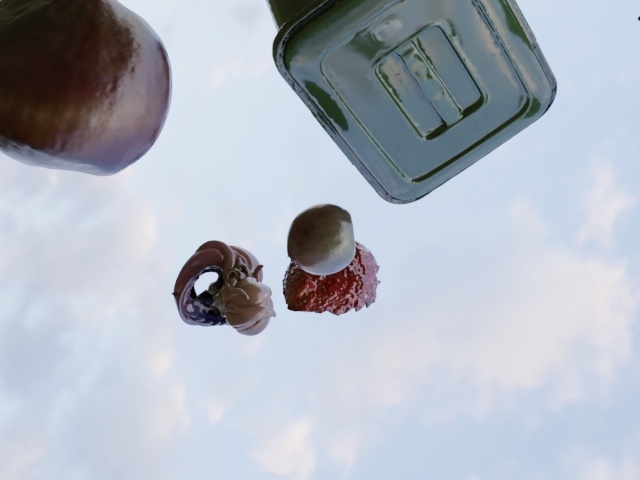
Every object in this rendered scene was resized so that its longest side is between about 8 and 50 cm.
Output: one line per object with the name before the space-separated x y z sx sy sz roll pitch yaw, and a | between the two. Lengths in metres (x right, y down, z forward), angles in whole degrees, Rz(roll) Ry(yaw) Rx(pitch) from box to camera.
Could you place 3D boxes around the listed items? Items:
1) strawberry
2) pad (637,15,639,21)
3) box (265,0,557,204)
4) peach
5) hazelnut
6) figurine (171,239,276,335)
strawberry | 0.009 0.047 1.599 0.146 0.082 0.187 20 -146 29
pad | 0.509 -0.238 1.290 0.163 0.004 0.243 -27 -133 0
box | 0.096 -0.229 1.254 0.252 0.329 0.178 -32 -132 10
peach | 0.001 -0.002 1.211 0.083 0.083 0.083 -31 -139 31
hazelnut | -0.237 -0.152 0.998 0.178 0.178 0.204 -53 -133 2
figurine | -0.110 0.064 1.397 0.157 0.126 0.114 3 -140 49
